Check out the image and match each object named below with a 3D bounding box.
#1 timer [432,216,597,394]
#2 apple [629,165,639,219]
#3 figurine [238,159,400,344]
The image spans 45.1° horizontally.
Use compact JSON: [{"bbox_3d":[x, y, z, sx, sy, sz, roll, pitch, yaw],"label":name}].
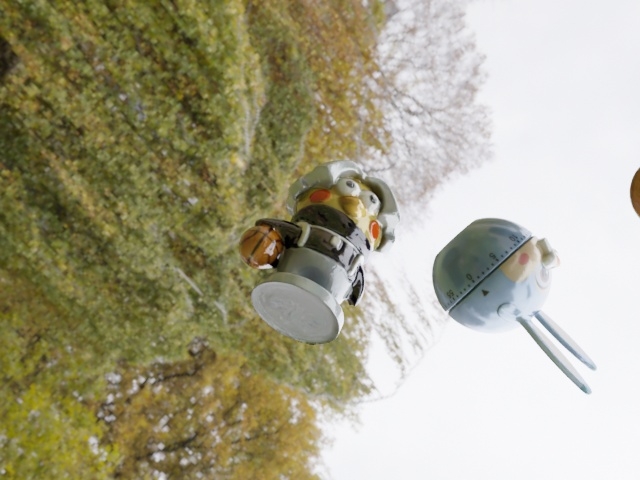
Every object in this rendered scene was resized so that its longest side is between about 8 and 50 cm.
[{"bbox_3d":[0.272,0.067,1.025,0.255,0.175,0.175,26,-120,20],"label":"timer"},{"bbox_3d":[0.590,-0.084,1.294,0.146,0.146,0.146,-32,-155,17],"label":"apple"},{"bbox_3d":[0.000,0.000,0.999,0.133,0.176,0.236,-46,-168,52],"label":"figurine"}]
